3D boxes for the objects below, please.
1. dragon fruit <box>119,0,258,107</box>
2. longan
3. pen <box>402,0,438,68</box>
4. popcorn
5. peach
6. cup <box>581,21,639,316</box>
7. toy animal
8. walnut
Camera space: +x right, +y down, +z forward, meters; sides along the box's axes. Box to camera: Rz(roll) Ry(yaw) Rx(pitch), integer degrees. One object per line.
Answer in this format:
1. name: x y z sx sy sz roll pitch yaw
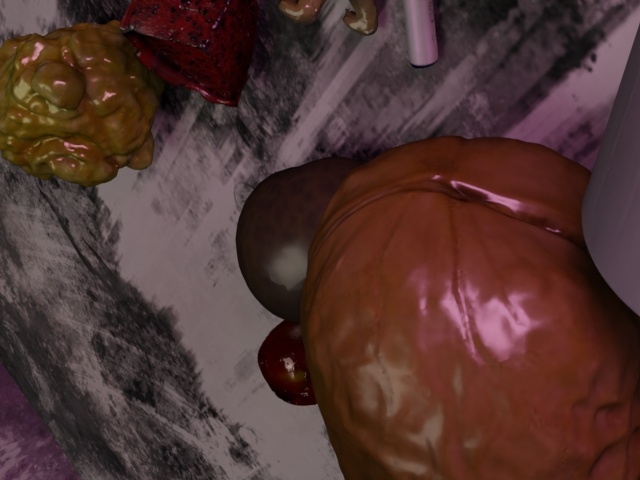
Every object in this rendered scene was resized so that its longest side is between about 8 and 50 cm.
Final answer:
1. dragon fruit: -0.140 -0.246 1.254 0.121 0.127 0.161 23 163 23
2. longan: 0.000 0.000 1.211 0.212 0.198 0.198 -16 105 38
3. pen: 0.085 -0.286 0.982 0.033 0.033 0.269 26 138 41
4. popcorn: -0.334 -0.190 1.475 0.250 0.242 0.234 -14 80 50
5. peach: -0.035 0.177 1.509 0.127 0.092 0.172 54 147 0
6. cup: 0.347 -0.096 0.622 0.323 0.236 0.326 15 137 9
7. toy animal: -0.022 -0.305 1.075 0.218 0.103 0.101 46 128 22
8. walnut: 0.140 0.104 0.947 0.308 0.354 0.397 -2 124 27
